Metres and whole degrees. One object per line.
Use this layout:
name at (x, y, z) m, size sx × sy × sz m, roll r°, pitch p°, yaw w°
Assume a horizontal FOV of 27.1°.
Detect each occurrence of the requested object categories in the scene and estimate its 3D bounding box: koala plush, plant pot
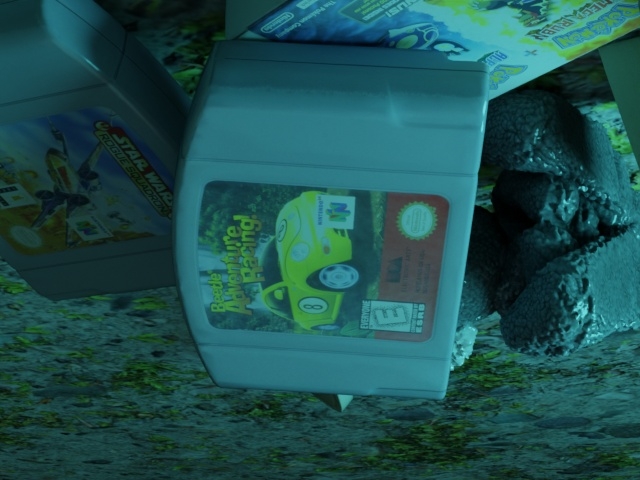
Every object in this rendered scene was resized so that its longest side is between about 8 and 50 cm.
koala plush at (0.134, 0.013, 1.041) m, size 0.221 × 0.196 × 0.203 m, roll -18°, pitch 164°, yaw 32°
plant pot at (0.262, -0.084, 0.895) m, size 0.096 × 0.109 × 0.109 m, roll -23°, pitch 152°, yaw 21°

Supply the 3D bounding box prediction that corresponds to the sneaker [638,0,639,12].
sneaker at (0.285, -0.140, 0.753) m, size 0.240 × 0.091 × 0.126 m, roll -4°, pitch 148°, yaw -50°

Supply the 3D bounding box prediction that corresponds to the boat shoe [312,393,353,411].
boat shoe at (0.020, 0.079, 1.338) m, size 0.117 × 0.096 × 0.324 m, roll 38°, pitch 162°, yaw 16°

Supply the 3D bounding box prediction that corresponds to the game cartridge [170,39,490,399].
game cartridge at (0.000, 0.000, 0.886) m, size 0.196 × 0.060 × 0.294 m, roll 6°, pitch 134°, yaw 4°

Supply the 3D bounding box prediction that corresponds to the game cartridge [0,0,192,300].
game cartridge at (-0.174, -0.057, 0.927) m, size 0.198 × 0.062 × 0.297 m, roll -5°, pitch 144°, yaw 24°

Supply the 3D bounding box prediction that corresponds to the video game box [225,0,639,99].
video game box at (0.075, -0.146, 0.800) m, size 0.187 × 0.048 × 0.205 m, roll 13°, pitch 156°, yaw -36°
